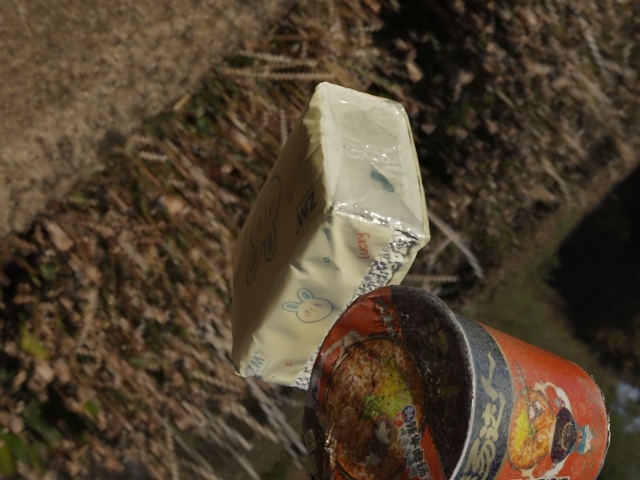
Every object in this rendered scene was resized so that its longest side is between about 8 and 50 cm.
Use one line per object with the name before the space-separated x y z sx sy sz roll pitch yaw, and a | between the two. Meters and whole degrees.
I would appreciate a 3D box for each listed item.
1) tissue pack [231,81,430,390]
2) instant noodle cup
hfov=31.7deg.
tissue pack | 0.000 0.000 0.860 0.148 0.092 0.196 -96 -152 -44
instant noodle cup | 0.081 0.097 0.607 0.136 0.127 0.127 16 126 -38
